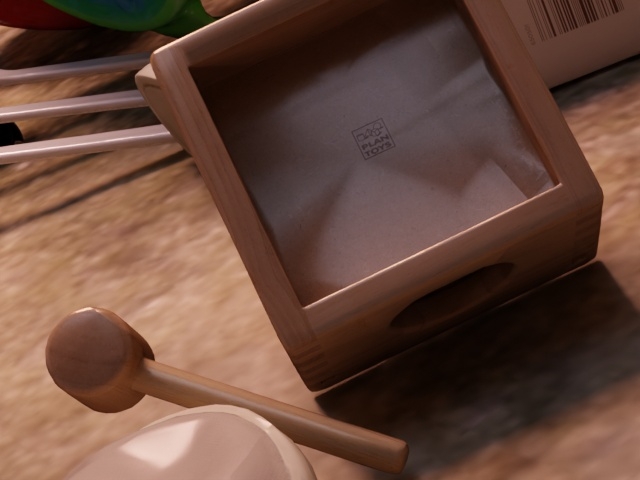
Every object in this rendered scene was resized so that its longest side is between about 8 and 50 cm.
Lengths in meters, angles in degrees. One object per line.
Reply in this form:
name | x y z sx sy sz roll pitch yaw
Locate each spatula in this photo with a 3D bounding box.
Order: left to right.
spatula | -0.160 -0.079 1.079 0.242 0.019 0.168 -8 25 4

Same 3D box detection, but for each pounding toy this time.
pounding toy | -0.001 0.011 0.712 0.206 0.181 0.094 -26 -17 -1

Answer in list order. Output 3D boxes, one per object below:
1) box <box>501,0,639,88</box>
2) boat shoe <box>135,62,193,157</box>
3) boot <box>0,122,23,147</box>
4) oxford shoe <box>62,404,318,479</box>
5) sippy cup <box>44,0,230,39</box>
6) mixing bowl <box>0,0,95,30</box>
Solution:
box | 0.115 -0.153 0.947 0.130 0.091 0.170 -22 24 8
boat shoe | -0.009 -0.068 0.897 0.079 0.095 0.254 -44 19 -13
boot | -0.289 -0.048 1.147 0.198 0.077 0.137 -34 31 -17
oxford shoe | -0.168 0.174 0.508 0.449 0.130 0.169 -38 25 -30
sippy cup | -0.112 -0.281 1.107 0.240 0.305 0.224 25 65 27
mixing bowl | -0.168 -0.214 1.295 0.181 0.098 0.181 -44 33 38
